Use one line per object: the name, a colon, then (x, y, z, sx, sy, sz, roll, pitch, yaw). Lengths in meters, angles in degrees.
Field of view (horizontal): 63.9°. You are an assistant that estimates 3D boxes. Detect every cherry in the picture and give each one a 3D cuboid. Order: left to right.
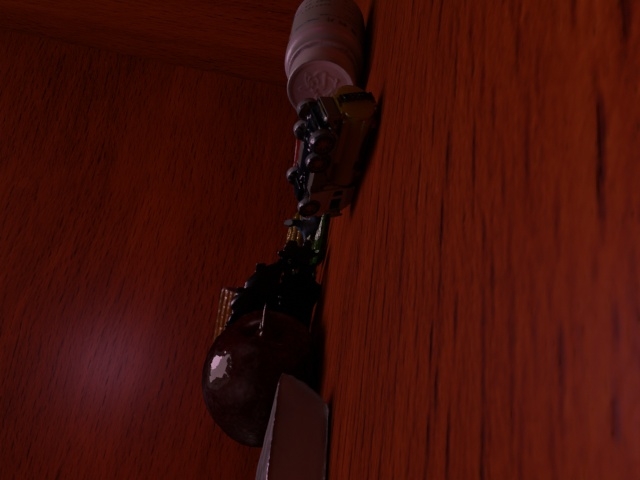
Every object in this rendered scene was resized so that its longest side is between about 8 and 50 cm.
cherry: (-0.113, 0.264, 0.973, 0.230, 0.202, 0.301, -54, -34, -63)

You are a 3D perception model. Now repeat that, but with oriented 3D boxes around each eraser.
eraser: (-0.064, 0.410, 0.818, 0.213, 0.082, 0.397, -84, 6, -45)

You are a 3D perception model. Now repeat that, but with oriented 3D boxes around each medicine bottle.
medicine bottle: (0.010, -0.396, 1.098, 0.170, 0.169, 0.293, 105, 174, -48)

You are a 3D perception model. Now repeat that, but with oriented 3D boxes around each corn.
corn: (-0.051, -0.002, 1.489, 0.292, 0.101, 0.101, -80, 3, -57)

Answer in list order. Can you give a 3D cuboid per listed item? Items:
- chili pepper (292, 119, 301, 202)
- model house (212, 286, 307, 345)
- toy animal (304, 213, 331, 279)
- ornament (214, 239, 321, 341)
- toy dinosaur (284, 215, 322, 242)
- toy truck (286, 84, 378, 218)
chili pepper: (-0.035, -0.216, 1.445, 0.144, 0.136, 0.253, 1, 72, 42)
model house: (-0.153, 0.199, 1.378, 0.237, 0.237, 0.203, -93, 12, -70)
toy animal: (-0.006, -0.006, 1.212, 0.075, 0.041, 0.217, -126, 45, -57)
ornament: (-0.103, 0.128, 1.115, 0.106, 0.251, 0.261, 37, 127, 38)
toy dinosaur: (-0.019, -0.076, 1.317, 0.144, 0.076, 0.330, 36, -121, -59)
toy truck: (0.018, -0.138, 0.837, 0.227, 0.113, 0.098, 105, 152, -50)
